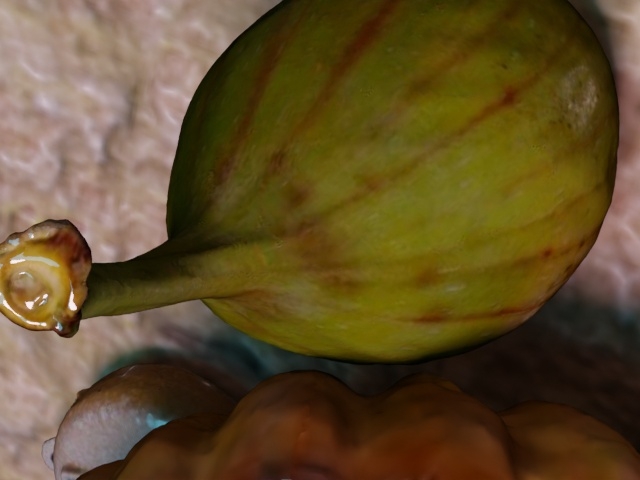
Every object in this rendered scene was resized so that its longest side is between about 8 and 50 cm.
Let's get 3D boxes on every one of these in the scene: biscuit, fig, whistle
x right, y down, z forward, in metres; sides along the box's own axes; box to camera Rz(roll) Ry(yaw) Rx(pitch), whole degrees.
[{"bbox_3d":[0.041,0.167,0.548,0.325,0.107,0.326,8,135,8],"label":"biscuit"},{"bbox_3d":[0.000,0.000,0.455,0.151,0.259,0.151,15,124,24],"label":"fig"},{"bbox_3d":[-0.036,0.113,0.635,0.220,0.057,0.107,5,116,22],"label":"whistle"}]
